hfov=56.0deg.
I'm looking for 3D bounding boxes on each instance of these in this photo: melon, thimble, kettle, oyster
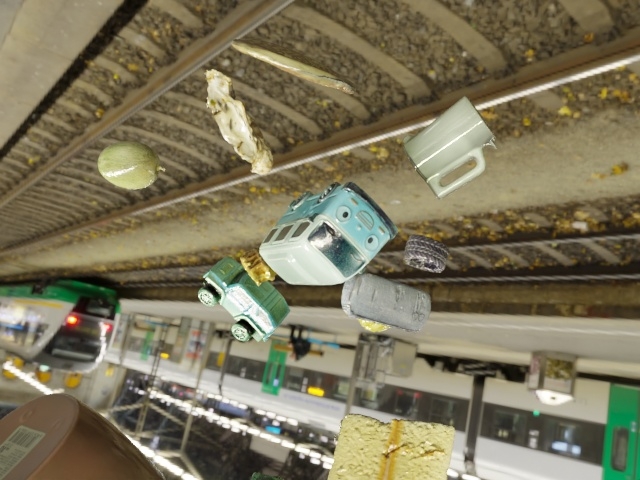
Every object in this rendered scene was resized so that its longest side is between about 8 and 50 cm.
[{"bbox_3d":[-0.541,-0.217,1.733,0.192,0.139,0.139,7,167,3],"label":"melon"},{"bbox_3d":[0.255,0.031,1.457,0.104,0.066,0.095,12,162,26],"label":"thimble"},{"bbox_3d":[0.242,-0.172,1.108,0.127,0.148,0.098,50,-160,-12],"label":"kettle"},{"bbox_3d":[-0.212,-0.323,1.603,0.166,0.094,0.294,28,144,49],"label":"oyster"}]

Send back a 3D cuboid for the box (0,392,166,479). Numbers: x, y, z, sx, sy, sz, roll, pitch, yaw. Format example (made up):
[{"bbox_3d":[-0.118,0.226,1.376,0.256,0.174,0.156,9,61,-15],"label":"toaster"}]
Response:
[{"bbox_3d":[-0.415,0.392,0.923,0.301,0.301,0.216,0,124,43],"label":"box"}]

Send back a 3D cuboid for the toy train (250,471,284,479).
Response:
[{"bbox_3d":[-0.162,0.742,1.521,0.138,0.330,0.178,9,138,15],"label":"toy train"}]

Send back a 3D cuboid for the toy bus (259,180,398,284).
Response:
[{"bbox_3d":[0.000,0.000,1.088,0.133,0.165,0.271,45,161,-14],"label":"toy bus"}]

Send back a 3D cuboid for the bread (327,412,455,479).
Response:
[{"bbox_3d":[0.189,0.687,1.747,0.345,0.242,0.405,8,146,13],"label":"bread"}]

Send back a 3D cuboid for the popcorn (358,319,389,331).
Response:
[{"bbox_3d":[0.174,0.201,1.908,0.142,0.174,0.173,-6,171,-12],"label":"popcorn"}]

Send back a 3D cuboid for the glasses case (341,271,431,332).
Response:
[{"bbox_3d":[0.160,0.147,1.418,0.282,0.109,0.067,20,174,-40],"label":"glasses case"}]

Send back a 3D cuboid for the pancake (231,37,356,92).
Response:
[{"bbox_3d":[-0.042,-0.326,1.113,0.250,0.031,0.250,21,-162,-7],"label":"pancake"}]

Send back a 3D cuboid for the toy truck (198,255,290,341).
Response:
[{"bbox_3d":[-0.235,0.179,1.864,0.279,0.155,0.156,46,125,-2],"label":"toy truck"}]

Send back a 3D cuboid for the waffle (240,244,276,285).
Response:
[{"bbox_3d":[-0.112,0.046,1.501,0.160,0.055,0.211,-28,-162,-6],"label":"waffle"}]
